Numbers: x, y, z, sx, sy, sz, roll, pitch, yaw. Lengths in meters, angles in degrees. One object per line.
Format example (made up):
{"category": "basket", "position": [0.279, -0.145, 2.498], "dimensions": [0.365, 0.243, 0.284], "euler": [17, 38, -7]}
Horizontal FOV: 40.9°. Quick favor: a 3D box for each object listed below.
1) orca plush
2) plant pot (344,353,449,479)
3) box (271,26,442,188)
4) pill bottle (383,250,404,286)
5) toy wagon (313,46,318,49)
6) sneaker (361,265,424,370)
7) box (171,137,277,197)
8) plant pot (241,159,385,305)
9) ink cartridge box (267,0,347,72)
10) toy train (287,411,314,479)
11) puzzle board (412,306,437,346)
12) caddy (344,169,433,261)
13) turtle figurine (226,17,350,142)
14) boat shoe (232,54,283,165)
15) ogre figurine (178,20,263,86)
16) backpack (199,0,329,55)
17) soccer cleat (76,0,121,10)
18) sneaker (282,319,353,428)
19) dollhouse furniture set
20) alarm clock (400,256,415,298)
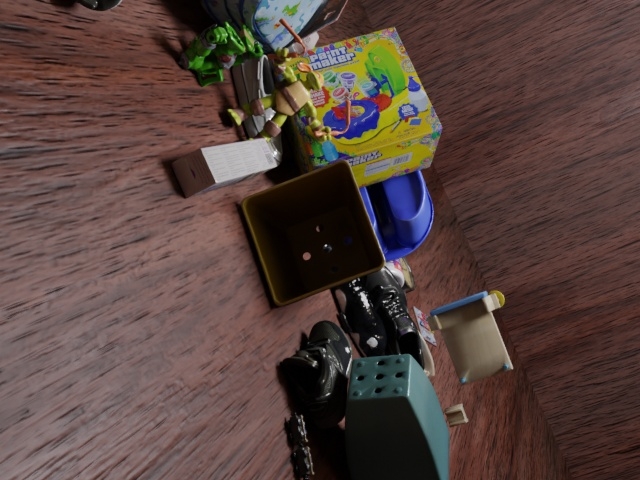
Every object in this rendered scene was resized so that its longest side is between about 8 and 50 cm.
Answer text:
{"category": "orca plush", "position": [0.096, 0.114, 1.896], "dimensions": [0.151, 0.102, 0.287], "euler": [26, 43, -64]}
{"category": "plant pot", "position": [0.127, 0.322, 1.502], "dimensions": [0.165, 0.165, 0.234], "euler": [-77, 157, -54]}
{"category": "box", "position": [0.071, -0.276, 1.892], "dimensions": [0.177, 0.290, 0.279], "euler": [95, -25, -66]}
{"category": "pill bottle", "position": [0.137, 0.033, 2.107], "dimensions": [0.108, 0.108, 0.193], "euler": [46, 26, -47]}
{"category": "toy wagon", "position": [0.028, -0.380, 2.384], "dimensions": [0.267, 0.068, 0.344], "euler": [43, 30, -51]}
{"category": "sneaker", "position": [0.175, 0.176, 1.939], "dimensions": [0.124, 0.107, 0.283], "euler": [146, -74, -72]}
{"category": "box", "position": [-0.163, -0.134, 1.528], "dimensions": [0.067, 0.063, 0.324], "euler": [64, 18, -3]}
{"category": "plant pot", "position": [0.000, 0.000, 1.625], "dimensions": [0.187, 0.212, 0.212], "euler": [43, 26, -76]}
{"category": "ink cartridge box", "position": [-0.037, -0.469, 2.023], "dimensions": [0.060, 0.239, 0.275], "euler": [60, 19, -19]}
{"category": "toy train", "position": [-0.025, 0.351, 1.373], "dimensions": [0.036, 0.027, 0.158], "euler": [44, 28, -57]}
{"category": "puzzle board", "position": [0.304, 0.249, 2.479], "dimensions": [0.128, 0.011, 0.096], "euler": [35, 36, -58]}
{"category": "caddy", "position": [0.129, -0.120, 2.041], "dimensions": [0.179, 0.241, 0.341], "euler": [60, 13, -68]}
{"category": "turtle figurine", "position": [-0.077, -0.287, 1.710], "dimensions": [0.269, 0.217, 0.087], "euler": [58, -6, -30]}
{"category": "boat shoe", "position": [-0.116, -0.279, 1.810], "dimensions": [0.095, 0.084, 0.258], "euler": [23, 46, -66]}
{"category": "ogre figurine", "position": [-0.193, -0.355, 1.630], "dimensions": [0.097, 0.118, 0.197], "euler": [60, 18, -14]}
{"category": "backpack", "position": [-0.117, -0.534, 1.744], "dimensions": [0.273, 0.290, 0.355], "euler": [45, 6, 31]}
{"category": "soccer cleat", "position": [-0.401, -0.478, 1.235], "dimensions": [0.331, 0.116, 0.143], "euler": [56, 4, -35]}
{"category": "sneaker", "position": [-0.003, 0.206, 1.521], "dimensions": [0.227, 0.087, 0.130], "euler": [-83, 152, -49]}
{"category": "dollhouse furniture set", "position": [0.346, 0.289, 2.068], "dimensions": [0.286, 0.303, 0.198], "euler": [68, 19, 5]}
{"category": "alarm clock", "position": [0.205, 0.076, 2.324], "dimensions": [0.129, 0.064, 0.192], "euler": [61, 21, -17]}
